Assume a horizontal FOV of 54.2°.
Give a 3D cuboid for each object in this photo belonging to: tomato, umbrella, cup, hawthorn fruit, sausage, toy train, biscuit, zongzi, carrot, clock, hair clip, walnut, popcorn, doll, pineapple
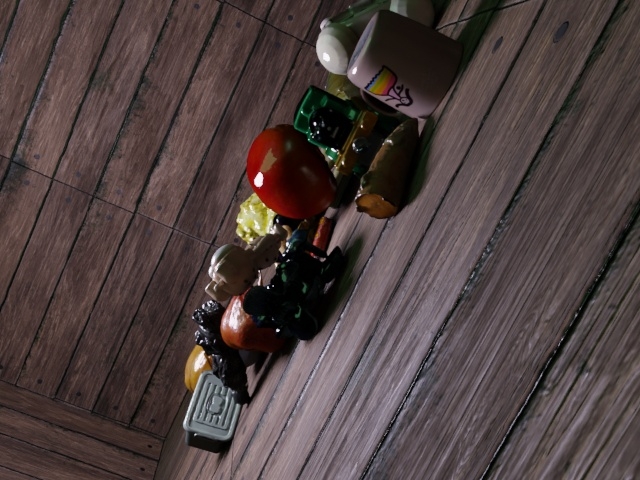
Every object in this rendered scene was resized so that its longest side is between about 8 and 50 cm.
[{"bbox_3d":[-0.092,-0.195,1.827,0.226,0.298,0.298,-29,18,7],"label":"tomato"},{"bbox_3d":[-0.300,0.343,1.902,0.154,0.128,0.336,-131,25,-61],"label":"umbrella"},{"bbox_3d":[0.169,-0.382,1.417,0.253,0.200,0.191,131,160,-60],"label":"cup"},{"bbox_3d":[-0.173,0.198,1.788,0.207,0.207,0.243,142,134,-68],"label":"hawthorn fruit"},{"bbox_3d":[0.000,0.000,1.833,0.050,0.048,0.145,-5,54,33],"label":"sausage"},{"bbox_3d":[0.054,-0.304,1.671,0.178,0.249,0.429,-63,10,15],"label":"toy train"},{"bbox_3d":[0.064,-0.194,1.948,0.199,0.040,0.121,-65,14,0],"label":"biscuit"},{"bbox_3d":[0.071,-0.438,2.121,0.360,0.160,0.323,115,163,-48],"label":"zongzi"},{"bbox_3d":[0.160,-0.168,1.334,0.263,0.102,0.102,-64,9,-25],"label":"carrot"},{"bbox_3d":[0.151,-0.613,1.820,0.342,0.184,0.326,-28,18,11],"label":"clock"},{"bbox_3d":[-0.075,0.125,1.566,0.310,0.194,0.206,-59,6,38],"label":"hair clip"},{"bbox_3d":[-0.371,0.427,2.301,0.209,0.209,0.336,-46,21,61],"label":"walnut"},{"bbox_3d":[-0.185,-0.066,2.368,0.237,0.293,0.293,-25,24,14],"label":"popcorn"},{"bbox_3d":[-0.185,0.052,1.593,0.154,0.119,0.278,-52,-7,34],"label":"doll"},{"bbox_3d":[-0.050,0.018,1.921,0.225,0.076,0.225,22,-90,-86],"label":"pineapple"}]

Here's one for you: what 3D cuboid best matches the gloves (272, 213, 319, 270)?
[{"bbox_3d":[-0.093,-0.026,2.144,0.197,0.152,0.301,1,-80,-72],"label":"gloves"}]

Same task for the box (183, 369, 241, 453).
[{"bbox_3d":[-0.348,0.562,2.032,0.243,0.163,0.135,-78,7,-45],"label":"box"}]

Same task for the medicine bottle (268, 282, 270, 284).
[{"bbox_3d":[-0.151,0.230,1.952,0.188,0.088,0.132,-68,11,-13],"label":"medicine bottle"}]

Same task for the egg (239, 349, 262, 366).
[{"bbox_3d":[-0.268,0.329,2.070,0.232,0.176,0.176,-144,78,-82],"label":"egg"}]
